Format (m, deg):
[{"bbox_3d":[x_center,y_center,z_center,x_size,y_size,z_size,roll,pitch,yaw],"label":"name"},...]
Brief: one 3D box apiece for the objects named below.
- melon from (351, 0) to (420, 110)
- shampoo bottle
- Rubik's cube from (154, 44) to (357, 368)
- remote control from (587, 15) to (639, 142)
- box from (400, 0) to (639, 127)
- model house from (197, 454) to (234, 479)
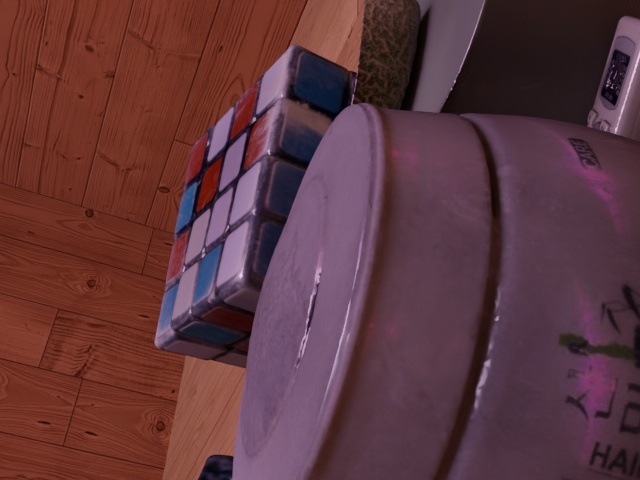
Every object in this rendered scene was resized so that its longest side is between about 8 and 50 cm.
[{"bbox_3d":[0.042,-0.120,0.727,0.098,0.054,0.182,122,160,-64],"label":"melon"},{"bbox_3d":[0.096,0.069,0.452,0.273,0.266,0.273,-164,90,-76],"label":"shampoo bottle"},{"bbox_3d":[0.000,-0.001,0.877,0.253,0.258,0.256,-33,43,57],"label":"Rubik's cube"},{"bbox_3d":[0.204,-0.060,0.595,0.087,0.029,0.190,-68,-10,-69],"label":"remote control"},{"bbox_3d":[0.159,-0.157,0.720,0.226,0.149,0.226,-163,90,-77],"label":"box"},{"bbox_3d":[0.016,0.242,0.547,0.226,0.261,0.241,73,-155,-57],"label":"model house"}]
